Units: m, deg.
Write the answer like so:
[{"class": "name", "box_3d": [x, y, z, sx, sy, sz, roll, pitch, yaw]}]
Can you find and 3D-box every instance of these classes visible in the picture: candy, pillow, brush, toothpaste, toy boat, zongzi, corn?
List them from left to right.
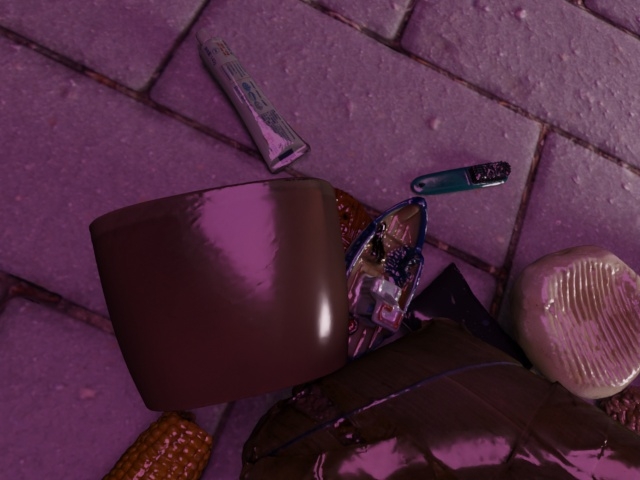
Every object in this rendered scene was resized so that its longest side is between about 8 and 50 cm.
[{"class": "corn", "box_3d": [-0.243, 0.339, 0.567, 0.115, 0.115, 0.318, 40, 66, 1]}, {"class": "toothpaste", "box_3d": [-0.121, -0.234, 0.811, 0.069, 0.047, 0.268, -32, 84, -39]}, {"class": "toy boat", "box_3d": [0.090, 0.054, 0.708, 0.114, 0.115, 0.262, 29, 69, -18]}, {"class": "zongzi", "box_3d": [0.130, 0.244, 0.496, 0.356, 0.393, 0.174, -21, 115, -26]}, {"class": "brush", "box_3d": [0.249, -0.110, 0.866, 0.193, 0.032, 0.043, -10, 76, -18]}, {"class": "pillow", "box_3d": [0.226, 0.151, 0.764, 0.141, 0.055, 0.208, -37, 85, -28]}, {"class": "candy", "box_3d": [0.496, 0.287, 0.778, 0.095, 0.085, 0.110, 7, 60, -20]}]

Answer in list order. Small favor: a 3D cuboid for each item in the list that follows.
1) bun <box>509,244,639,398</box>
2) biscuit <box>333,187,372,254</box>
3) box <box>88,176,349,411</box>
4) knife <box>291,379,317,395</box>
[{"class": "bun", "box_3d": [0.392, 0.122, 0.772, 0.231, 0.133, 0.231, 1, 78, -7]}, {"class": "biscuit", "box_3d": [0.000, 0.000, 0.774, 0.187, 0.027, 0.188, 4, 73, -13]}, {"class": "box", "box_3d": [-0.106, 0.065, 0.600, 0.300, 0.301, 0.216, -8, 84, -16]}, {"class": "knife", "box_3d": [0.059, 0.121, 0.755, 0.047, 0.017, 0.298, 40, 65, -2]}]
